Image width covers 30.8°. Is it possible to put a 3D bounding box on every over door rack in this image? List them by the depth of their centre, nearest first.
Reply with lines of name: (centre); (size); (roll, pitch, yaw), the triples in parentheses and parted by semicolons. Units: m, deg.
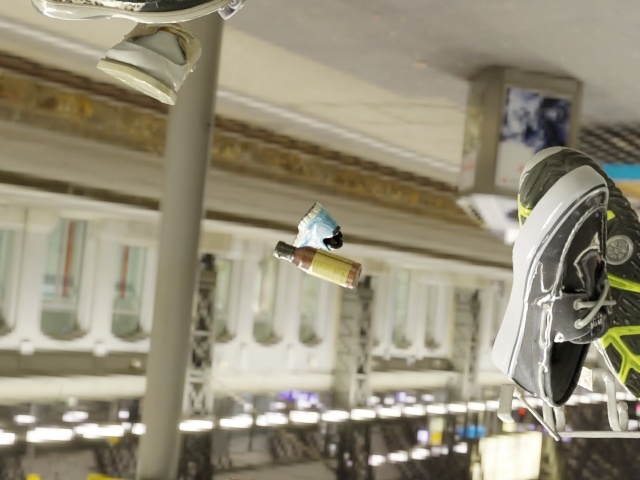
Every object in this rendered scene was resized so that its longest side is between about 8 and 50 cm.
over door rack: (0.442, 0.248, 1.812); (0.240, 0.108, 0.324); (-5, 164, 26)

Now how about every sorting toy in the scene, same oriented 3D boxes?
sorting toy: (0.373, 0.190, 1.742); (0.083, 0.012, 0.062); (25, 151, 32)

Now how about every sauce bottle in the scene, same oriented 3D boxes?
sauce bottle: (-0.004, 0.031, 1.679); (0.128, 0.042, 0.042); (20, -179, 15)

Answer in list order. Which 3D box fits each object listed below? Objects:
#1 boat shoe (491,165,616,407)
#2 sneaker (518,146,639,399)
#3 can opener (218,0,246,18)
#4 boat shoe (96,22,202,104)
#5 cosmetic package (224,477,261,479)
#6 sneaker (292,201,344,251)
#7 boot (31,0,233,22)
boat shoe: (0.254, 0.059, 1.191); (0.108, 0.301, 0.102); (-24, -129, -30)
sneaker: (0.334, 0.036, 1.415); (0.145, 0.384, 0.147); (-30, -149, 7)
can opener: (-0.193, -0.438, 1.736); (0.095, 0.076, 0.283); (9, -143, -48)
boat shoe: (-0.220, -0.246, 1.531); (0.113, 0.103, 0.302); (27, -176, -11)
cosmetic package: (-0.124, 0.468, 1.786); (0.153, 0.129, 0.296); (4, -176, 11)
sneaker: (0.000, 0.000, 1.909); (0.073, 0.063, 0.162); (36, 162, 9)
boot: (-0.202, -0.320, 1.207); (0.236, 0.085, 0.178); (-2, 139, 2)
